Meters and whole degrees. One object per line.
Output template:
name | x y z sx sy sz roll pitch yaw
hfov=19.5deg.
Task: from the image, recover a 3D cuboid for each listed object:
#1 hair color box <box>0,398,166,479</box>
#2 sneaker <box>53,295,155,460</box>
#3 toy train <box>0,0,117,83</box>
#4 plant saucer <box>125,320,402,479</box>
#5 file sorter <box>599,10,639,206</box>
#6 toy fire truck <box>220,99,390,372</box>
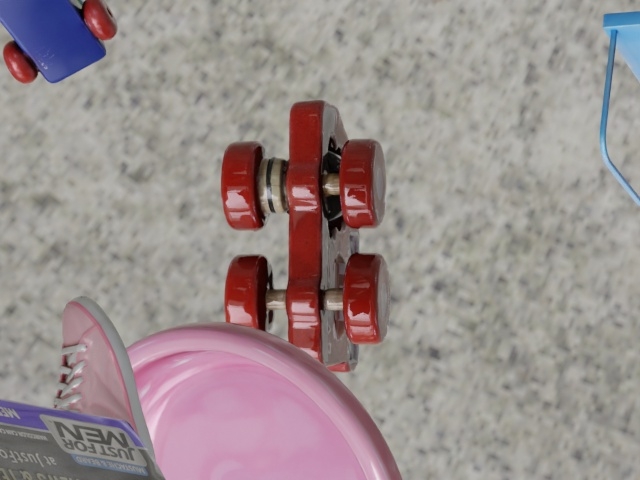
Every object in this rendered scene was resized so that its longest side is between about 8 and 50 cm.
hair color box | -0.216 0.213 0.769 0.339 0.185 0.110 -48 56 17
sneaker | -0.165 0.109 1.273 0.051 0.070 0.134 -15 93 57
toy train | -0.284 -0.267 1.652 0.105 0.143 0.248 -28 134 8
plant saucer | -0.061 0.224 1.559 0.332 0.084 0.332 8 107 29
file sorter | 0.284 -0.086 1.240 0.170 0.104 0.118 -2 159 27
toy fire truck | 0.000 0.000 2.089 0.169 0.254 0.302 -1 88 11
